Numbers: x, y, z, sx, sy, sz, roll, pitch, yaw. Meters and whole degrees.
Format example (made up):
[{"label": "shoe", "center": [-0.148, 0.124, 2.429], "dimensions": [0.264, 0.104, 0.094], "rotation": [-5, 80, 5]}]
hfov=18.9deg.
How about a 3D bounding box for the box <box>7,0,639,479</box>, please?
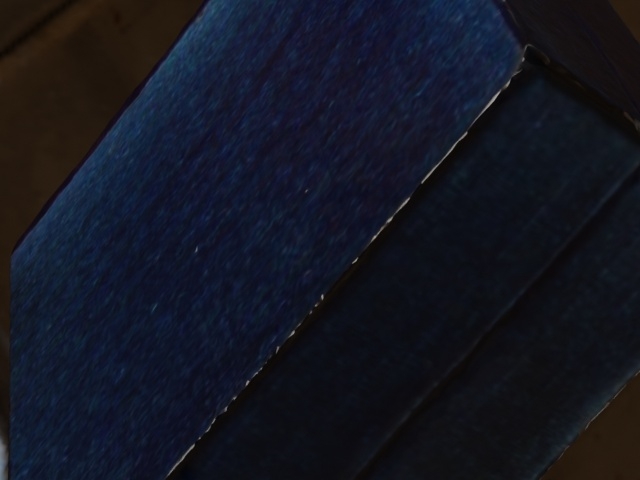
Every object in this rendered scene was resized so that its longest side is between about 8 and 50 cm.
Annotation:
[{"label": "box", "center": [0.000, 0.000, 0.709], "dimensions": [0.116, 0.279, 0.261], "rotation": [31, -70, -24]}]
